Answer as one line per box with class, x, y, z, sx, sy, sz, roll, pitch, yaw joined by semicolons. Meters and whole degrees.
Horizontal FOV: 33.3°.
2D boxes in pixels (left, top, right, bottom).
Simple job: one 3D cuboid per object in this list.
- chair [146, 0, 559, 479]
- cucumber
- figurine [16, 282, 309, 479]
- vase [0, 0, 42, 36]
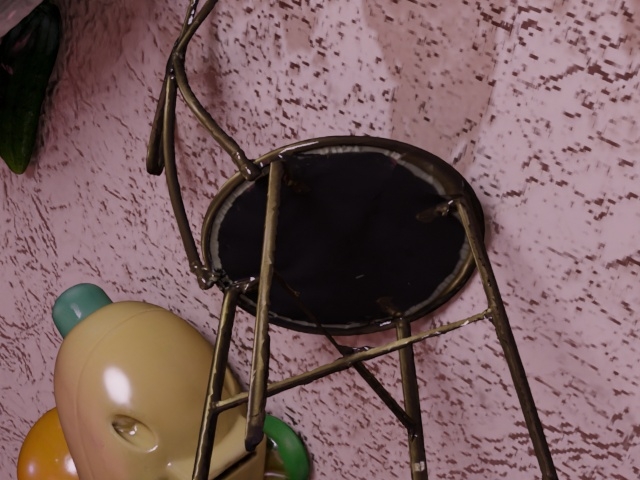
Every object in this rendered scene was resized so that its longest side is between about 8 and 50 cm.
chair;0.000;0.000;0.545;0.159;0.170;0.325;114;160;-44
cucumber;-0.208;-0.110;0.746;0.039;0.039;0.168;44;135;17
figurine;-0.133;0.185;0.767;0.222;0.124;0.324;29;132;29
vase;-0.283;-0.189;0.632;0.250;0.250;0.445;59;143;2
